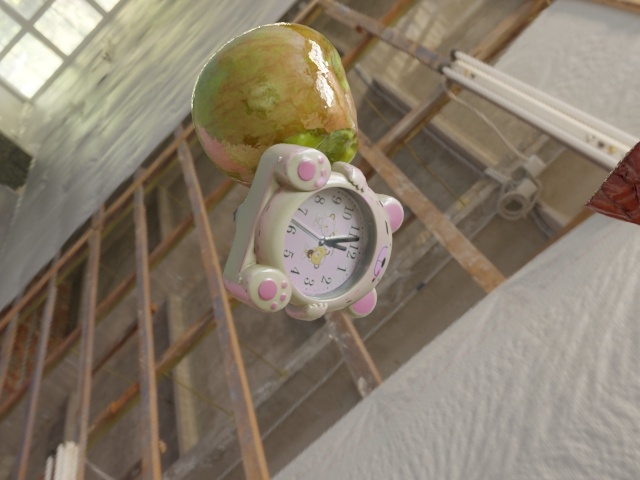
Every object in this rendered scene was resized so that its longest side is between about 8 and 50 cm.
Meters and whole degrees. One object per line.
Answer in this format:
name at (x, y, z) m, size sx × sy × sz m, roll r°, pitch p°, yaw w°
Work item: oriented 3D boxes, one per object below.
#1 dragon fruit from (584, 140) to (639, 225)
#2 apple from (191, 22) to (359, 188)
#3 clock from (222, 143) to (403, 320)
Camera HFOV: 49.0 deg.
dragon fruit at (0.408, -0.094, 0.809) m, size 0.122 × 0.092 × 0.192 m, roll -41°, pitch 163°, yaw -35°
apple at (-0.087, -0.255, 1.394) m, size 0.339 × 0.339 × 0.340 m, roll -34°, pitch -150°, yaw 24°
clock at (0.000, 0.000, 1.222) m, size 0.114 × 0.309 × 0.284 m, roll 16°, pitch -91°, yaw 52°
